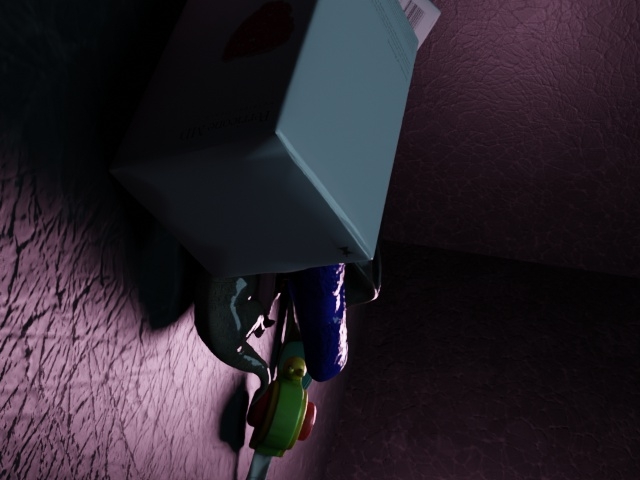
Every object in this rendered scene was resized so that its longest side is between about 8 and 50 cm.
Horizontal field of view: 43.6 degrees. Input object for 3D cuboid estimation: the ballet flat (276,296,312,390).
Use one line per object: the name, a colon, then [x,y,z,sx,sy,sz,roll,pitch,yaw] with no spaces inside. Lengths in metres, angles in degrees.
ballet flat: [-0.037,0.196,1.634,0.087,0.083,0.247,-89,-172,-87]

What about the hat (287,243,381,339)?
hat: [0.041,0.041,1.532,0.331,0.134,0.331,-7,90,-70]

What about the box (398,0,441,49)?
box: [0.077,-0.351,1.314,0.182,0.119,0.181,-57,155,14]

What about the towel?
towel: [0.000,0.000,1.037,0.227,0.076,0.308,-107,-168,-51]

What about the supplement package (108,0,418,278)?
supplement package: [-0.036,-0.136,0.758,0.175,0.178,0.293,52,41,-42]

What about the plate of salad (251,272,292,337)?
plate of salad: [-0.074,0.039,1.137,0.200,0.048,0.199,-175,-90,-75]

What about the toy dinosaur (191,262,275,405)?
toy dinosaur: [-0.110,0.061,0.969,0.160,0.121,0.313,-32,136,-64]

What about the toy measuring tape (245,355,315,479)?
toy measuring tape: [-0.086,0.360,1.374,0.121,0.121,0.330,44,63,-80]
